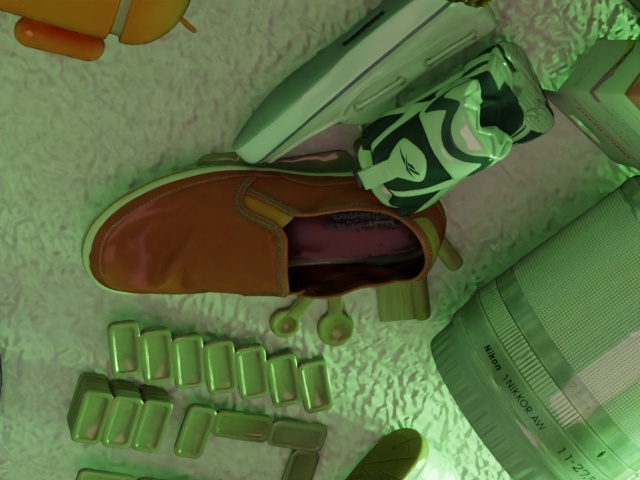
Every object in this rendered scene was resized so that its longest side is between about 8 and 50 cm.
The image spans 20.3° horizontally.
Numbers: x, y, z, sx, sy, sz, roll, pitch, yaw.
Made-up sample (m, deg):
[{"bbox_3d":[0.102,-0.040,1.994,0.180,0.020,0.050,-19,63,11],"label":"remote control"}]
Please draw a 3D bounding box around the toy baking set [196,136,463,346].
[{"bbox_3d":[0.007,-0.003,1.668,0.197,0.030,0.256,-31,114,9],"label":"toy baking set"}]

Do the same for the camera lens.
[{"bbox_3d":[0.267,0.090,1.631,0.274,0.219,0.219,-37,112,12],"label":"camera lens"}]

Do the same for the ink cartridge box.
[{"bbox_3d":[0.289,-0.117,1.571,0.115,0.198,0.067,42,80,-21],"label":"ink cartridge box"}]

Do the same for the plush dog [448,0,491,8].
[{"bbox_3d":[0.114,-0.313,1.424,0.211,0.225,0.262,6,111,-7],"label":"plush dog"}]

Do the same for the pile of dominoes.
[{"bbox_3d":[-0.115,0.172,1.746,0.251,0.040,0.196,11,113,-19],"label":"pile of dominoes"}]

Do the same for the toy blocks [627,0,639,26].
[{"bbox_3d":[0.427,-0.237,1.541,0.381,0.191,0.261,41,93,-20],"label":"toy blocks"}]

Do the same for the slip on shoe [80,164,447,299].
[{"bbox_3d":[-0.050,0.001,1.598,0.331,0.101,0.123,-3,118,0],"label":"slip on shoe"}]

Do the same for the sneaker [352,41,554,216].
[{"bbox_3d":[0.105,-0.092,1.553,0.153,0.235,0.094,-23,103,27],"label":"sneaker"}]

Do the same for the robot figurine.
[{"bbox_3d":[-0.197,-0.235,1.492,0.219,0.128,0.158,15,85,-11],"label":"robot figurine"}]

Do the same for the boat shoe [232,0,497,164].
[{"bbox_3d":[0.041,-0.137,1.575,0.258,0.095,0.084,-37,108,12],"label":"boat shoe"}]

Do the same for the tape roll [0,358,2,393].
[{"bbox_3d":[-0.436,0.142,1.661,0.275,0.090,0.274,-2,115,-5],"label":"tape roll"}]

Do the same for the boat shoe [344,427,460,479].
[{"bbox_3d":[0.030,0.313,1.775,0.277,0.098,0.096,-45,119,9],"label":"boat shoe"}]
